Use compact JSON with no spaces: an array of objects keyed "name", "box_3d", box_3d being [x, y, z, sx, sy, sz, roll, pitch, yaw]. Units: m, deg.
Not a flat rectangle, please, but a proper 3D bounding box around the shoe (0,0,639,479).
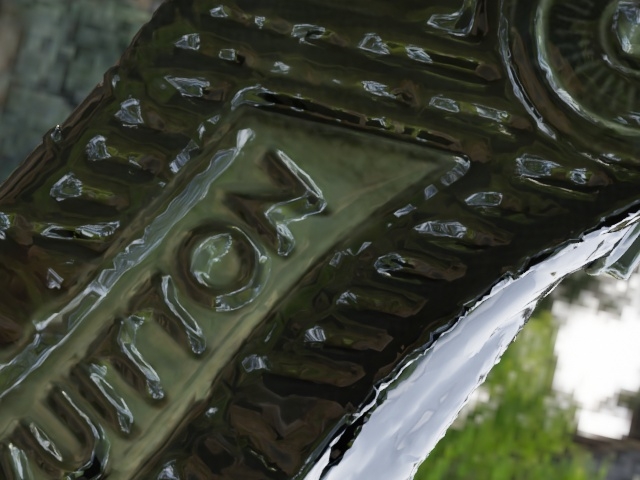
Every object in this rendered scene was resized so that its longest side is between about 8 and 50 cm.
[{"name":"shoe","box_3d":[0.002,0.002,0.424,0.293,0.109,0.149,-43,169,-19]}]
